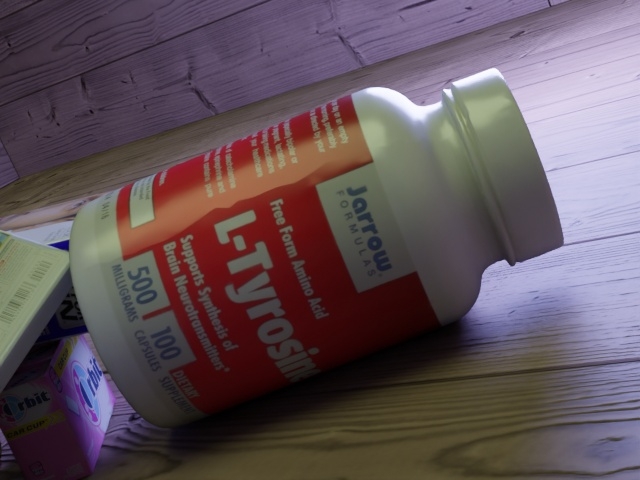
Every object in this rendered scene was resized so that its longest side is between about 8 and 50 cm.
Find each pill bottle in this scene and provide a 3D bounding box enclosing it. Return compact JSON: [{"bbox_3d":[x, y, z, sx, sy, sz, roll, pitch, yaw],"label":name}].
[{"bbox_3d":[0.000,0.000,1.006,0.407,0.229,0.229,-22,15,6],"label":"pill bottle"}]

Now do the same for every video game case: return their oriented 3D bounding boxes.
[{"bbox_3d":[-0.352,0.083,0.993,0.206,0.026,0.227,15,62,28],"label":"video game case"}]

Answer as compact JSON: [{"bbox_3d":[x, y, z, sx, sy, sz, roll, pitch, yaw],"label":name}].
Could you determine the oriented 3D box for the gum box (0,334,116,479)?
[{"bbox_3d":[-0.262,0.156,1.092,0.062,0.107,0.188,-21,15,2],"label":"gum box"}]

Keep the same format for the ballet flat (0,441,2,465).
[{"bbox_3d":[-0.338,0.233,0.921,0.077,0.091,0.241,-50,13,27],"label":"ballet flat"}]

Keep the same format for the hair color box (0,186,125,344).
[{"bbox_3d":[-0.364,0.049,1.156,0.339,0.110,0.185,-12,16,9],"label":"hair color box"}]
